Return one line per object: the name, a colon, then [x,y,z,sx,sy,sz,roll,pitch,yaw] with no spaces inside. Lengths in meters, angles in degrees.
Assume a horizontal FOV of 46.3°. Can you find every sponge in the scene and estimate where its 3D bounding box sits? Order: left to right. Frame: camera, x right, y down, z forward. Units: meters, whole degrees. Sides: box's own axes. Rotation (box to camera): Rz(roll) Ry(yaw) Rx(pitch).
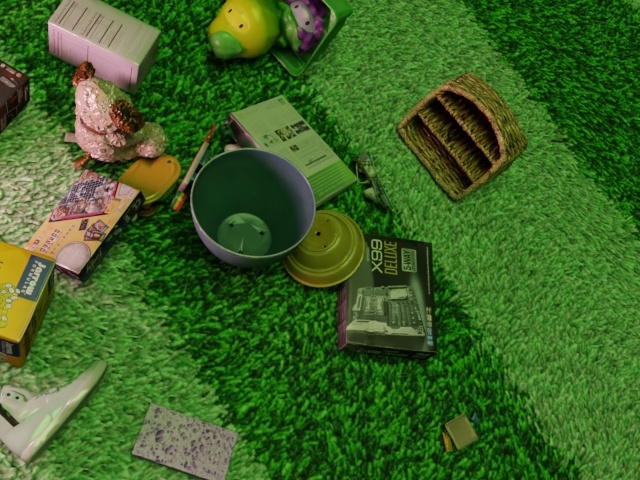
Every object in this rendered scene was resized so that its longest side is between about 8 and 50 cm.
sponge: [-0.293,0.445,1.633,0.210,0.031,0.117,22,61,-9]

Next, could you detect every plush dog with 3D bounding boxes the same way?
plush dog: [-0.514,-0.293,1.772,0.262,0.225,0.210,39,60,13]

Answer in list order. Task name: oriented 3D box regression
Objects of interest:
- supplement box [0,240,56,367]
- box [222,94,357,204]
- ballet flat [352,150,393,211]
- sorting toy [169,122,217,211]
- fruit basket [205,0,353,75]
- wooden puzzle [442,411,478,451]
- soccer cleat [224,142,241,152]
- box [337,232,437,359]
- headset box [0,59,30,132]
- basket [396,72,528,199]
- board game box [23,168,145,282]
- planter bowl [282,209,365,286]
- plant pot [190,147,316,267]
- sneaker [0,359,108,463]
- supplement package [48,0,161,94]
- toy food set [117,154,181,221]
supplement box: [-0.752,0.098,1.537,0.357,0.194,0.195,19,61,-10]
box: [-0.076,-0.230,1.975,0.322,0.058,0.232,48,39,8]
ballet flat: [0.139,-0.155,2.063,0.070,0.070,0.188,-13,69,-24]
sorting toy: [-0.308,-0.165,1.859,0.046,0.132,0.274,29,59,-13]
fruit basket: [-0.147,-0.644,2.085,0.392,0.283,0.392,20,47,-23]
wooden puzzle: [0.349,0.476,1.861,0.116,0.014,0.078,-14,76,-25]
soccer cleat: [-0.169,-0.185,1.957,0.196,0.068,0.076,29,63,-8]
box: [0.168,0.139,1.917,0.242,0.076,0.307,9,64,-15]
headset box: [-0.856,-0.312,1.741,0.218,0.110,0.293,31,59,-4]
basket: [0.411,-0.305,2.135,0.223,0.213,0.299,-30,78,-29]
board game box: [-0.538,-0.038,1.717,0.165,0.042,0.243,22,64,20]
planter bowl: [0.000,0.000,1.866,0.217,0.090,0.217,-3,64,6]
plant pot: [-0.172,-0.050,1.808,0.290,0.195,0.290,6,63,-11]
sneaker: [-0.571,0.316,1.559,0.151,0.094,0.256,37,58,4]
supplement package: [-0.556,-0.511,1.927,0.244,0.139,0.134,26,61,-7]
toy food set: [-0.428,-0.119,1.837,0.128,0.071,0.218,24,55,20]
